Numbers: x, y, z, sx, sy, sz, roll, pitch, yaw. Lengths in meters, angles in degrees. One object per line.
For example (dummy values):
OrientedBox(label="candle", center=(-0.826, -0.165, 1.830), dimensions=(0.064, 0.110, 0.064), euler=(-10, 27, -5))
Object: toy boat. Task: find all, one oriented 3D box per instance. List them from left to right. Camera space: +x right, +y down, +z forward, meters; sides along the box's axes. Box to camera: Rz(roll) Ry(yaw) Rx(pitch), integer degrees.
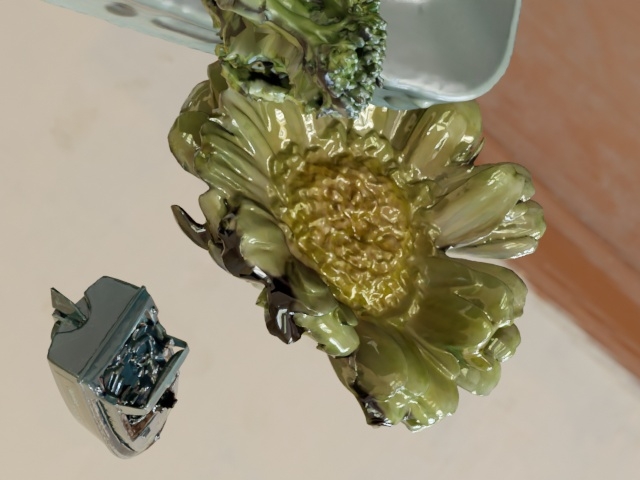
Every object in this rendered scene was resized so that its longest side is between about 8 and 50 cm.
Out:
OrientedBox(label="toy boat", center=(-0.148, 0.114, 1.398), dimensions=(0.103, 0.093, 0.246), euler=(28, 159, 16))

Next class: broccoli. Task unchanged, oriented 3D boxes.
OrientedBox(label="broccoli", center=(-0.015, -0.095, 0.802), dimensions=(0.095, 0.097, 0.092), euler=(-22, 152, 39))

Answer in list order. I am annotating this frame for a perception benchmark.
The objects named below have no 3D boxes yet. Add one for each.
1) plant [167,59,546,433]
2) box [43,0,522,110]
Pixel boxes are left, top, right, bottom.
OrientedBox(label="plant", center=(-0.012, -0.007, 1.345), dimensions=(0.297, 0.305, 0.261), euler=(-8, 169, 38))
OrientedBox(label="box", center=(-0.032, -0.309, 1.143), dimensions=(0.396, 0.396, 0.111), euler=(14, 169, -25))
